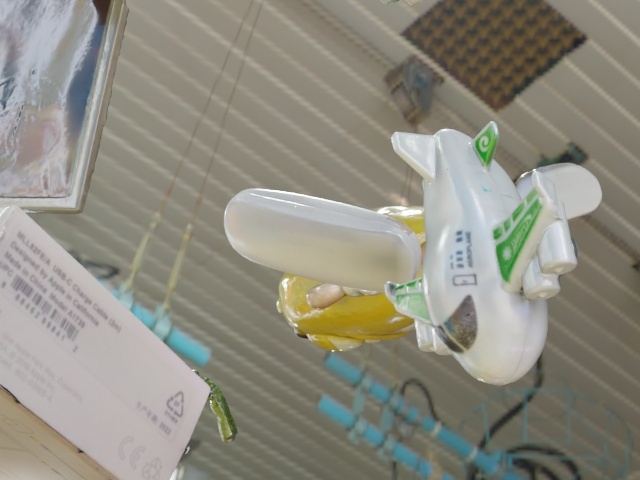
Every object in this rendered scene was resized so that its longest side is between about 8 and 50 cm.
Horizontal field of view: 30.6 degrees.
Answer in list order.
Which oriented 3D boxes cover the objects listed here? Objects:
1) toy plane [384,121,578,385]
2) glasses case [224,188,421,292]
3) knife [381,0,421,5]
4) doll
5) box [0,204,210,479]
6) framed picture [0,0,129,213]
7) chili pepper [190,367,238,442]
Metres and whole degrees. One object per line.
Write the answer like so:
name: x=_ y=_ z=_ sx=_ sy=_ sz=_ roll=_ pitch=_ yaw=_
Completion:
toy plane: x=0.095 y=0.007 z=0.738 sx=0.080 sy=0.174 sz=0.174 roll=2 pitch=-41 yaw=-30
glasses case: x=0.000 y=0.000 z=0.919 sx=0.164 sy=0.041 sz=0.063 roll=12 pitch=-51 yaw=20
knife: x=0.100 y=-0.201 z=0.802 sx=0.162 sy=0.023 sz=0.044 roll=-17 pitch=-91 yaw=41
doll: x=0.134 y=0.019 z=1.398 sx=0.348 sy=0.161 sz=0.423 roll=-17 pitch=-6 yaw=-13
box: x=-0.231 y=0.077 z=0.759 sx=0.252 sy=0.106 sz=0.203 roll=-1 pitch=-37 yaw=38
framed picture: x=-0.319 y=-0.166 z=1.279 sx=0.211 sy=0.289 sz=0.020 roll=2 pitch=-19 yaw=22
chili pepper: x=-0.096 y=0.138 z=1.009 sx=0.083 sy=0.027 sz=0.022 roll=56 pitch=-22 yaw=-21
